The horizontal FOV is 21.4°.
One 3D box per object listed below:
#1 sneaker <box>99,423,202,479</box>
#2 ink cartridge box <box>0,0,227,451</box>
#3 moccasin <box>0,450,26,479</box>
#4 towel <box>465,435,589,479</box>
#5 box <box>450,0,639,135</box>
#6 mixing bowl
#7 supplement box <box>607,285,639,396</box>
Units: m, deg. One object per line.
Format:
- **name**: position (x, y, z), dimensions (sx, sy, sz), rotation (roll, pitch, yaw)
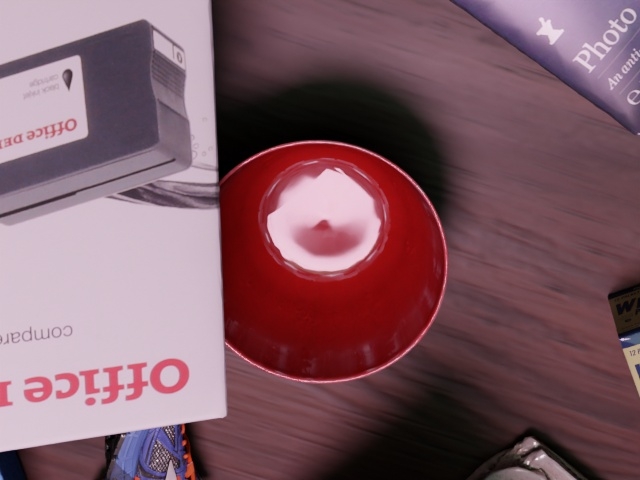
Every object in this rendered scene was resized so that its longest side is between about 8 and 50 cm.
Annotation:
- **sneaker**: position (-0.125, 0.175, 1.307), dimensions (0.087, 0.083, 0.221), rotation (10, 118, -15)
- **ink cartridge box**: position (-0.220, -0.070, 1.081), dimensions (0.286, 0.166, 0.394), rotation (-7, 103, -21)
- **moccasin**: position (-0.303, 0.142, 1.260), dimensions (0.117, 0.137, 0.342), rotation (-15, 109, -1)
- **towel**: position (0.138, 0.299, 1.347), dimensions (0.187, 0.049, 0.282), rotation (38, 109, -10)
- **box**: position (0.167, -0.278, 1.052), dimensions (0.294, 0.182, 0.296), rotation (34, 109, -8)
- **mixing bowl**: position (0.000, 0.000, 1.212), dimensions (0.182, 0.098, 0.181), rotation (1, 111, 2)
- **supplement box**: position (0.253, 0.082, 1.237), dimensions (0.056, 0.083, 0.083), rotation (-20, 107, 10)
